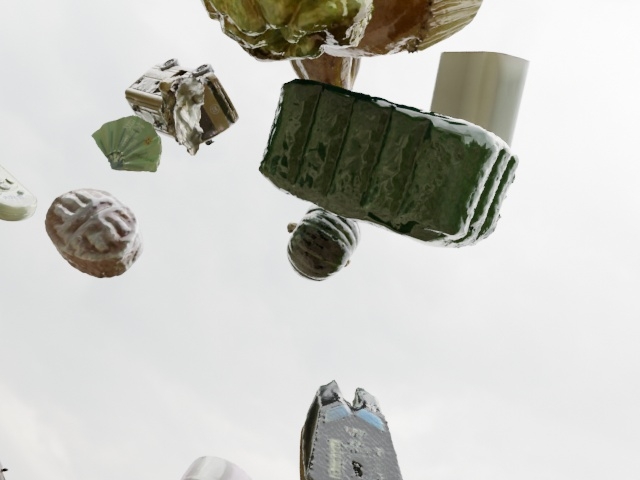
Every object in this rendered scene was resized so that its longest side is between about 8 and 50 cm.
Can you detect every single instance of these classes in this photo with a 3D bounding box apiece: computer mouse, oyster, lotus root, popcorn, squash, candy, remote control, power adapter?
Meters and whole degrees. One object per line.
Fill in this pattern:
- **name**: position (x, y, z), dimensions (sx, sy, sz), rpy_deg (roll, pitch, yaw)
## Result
- **computer mouse**: position (0.021, 0.176, 0.494), dimensions (0.079, 0.135, 0.047), rpy_deg (14, -48, -14)
- **oyster**: position (-0.200, -0.188, 0.879), dimensions (0.051, 0.103, 0.148), rpy_deg (10, -26, 0)
- **lotus root**: position (0.028, -0.443, 1.507), dimensions (0.199, 0.188, 0.180), rpy_deg (7, -66, 69)
- **popcorn**: position (-0.047, -0.379, 0.830), dimensions (0.282, 0.282, 0.247), rpy_deg (10, -55, 35)
- **squash**: position (0.005, 0.002, 1.529), dimensions (0.172, 0.218, 0.218), rpy_deg (49, -41, -11)
- **candy**: position (-0.613, -0.020, 1.679), dimensions (0.289, 0.214, 0.157), rpy_deg (35, -31, 25)
- **remote control**: position (-0.530, -0.095, 0.969), dimensions (0.221, 0.078, 0.042), rpy_deg (35, -66, 24)
- **power adapter**: position (0.315, -0.260, 1.287), dimensions (0.187, 0.124, 0.255), rpy_deg (28, -69, 57)

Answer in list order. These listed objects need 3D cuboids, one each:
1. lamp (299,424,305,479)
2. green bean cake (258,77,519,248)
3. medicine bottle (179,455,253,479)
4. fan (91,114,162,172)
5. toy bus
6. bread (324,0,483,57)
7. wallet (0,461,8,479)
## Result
- **lamp**: position (0.034, 0.463, 1.285), dimensions (0.161, 0.185, 0.161), rpy_deg (-1, -21, 0)
- **green bean cake**: position (0.110, -0.097, 0.862), dimensions (0.308, 0.300, 0.169), rpy_deg (22, -80, 28)
- **medicine bottle**: position (-0.198, 0.453, 0.896), dimensions (0.152, 0.254, 0.152), rpy_deg (11, -57, 18)
- **fan**: position (-0.417, -0.210, 1.329), dimensions (0.240, 0.131, 0.009), rpy_deg (28, -9, 31)
- **toy bus**: position (-0.319, -0.310, 1.394), dimensions (0.289, 0.157, 0.139), rpy_deg (26, -28, 46)
- **bread**: position (0.101, -0.434, 1.063), dimensions (0.388, 0.183, 0.236), rpy_deg (11, -67, 54)
- **wallet**: position (-0.474, 0.293, 0.785), dimensions (0.042, 0.124, 0.230), rpy_deg (-148, -138, -79)
